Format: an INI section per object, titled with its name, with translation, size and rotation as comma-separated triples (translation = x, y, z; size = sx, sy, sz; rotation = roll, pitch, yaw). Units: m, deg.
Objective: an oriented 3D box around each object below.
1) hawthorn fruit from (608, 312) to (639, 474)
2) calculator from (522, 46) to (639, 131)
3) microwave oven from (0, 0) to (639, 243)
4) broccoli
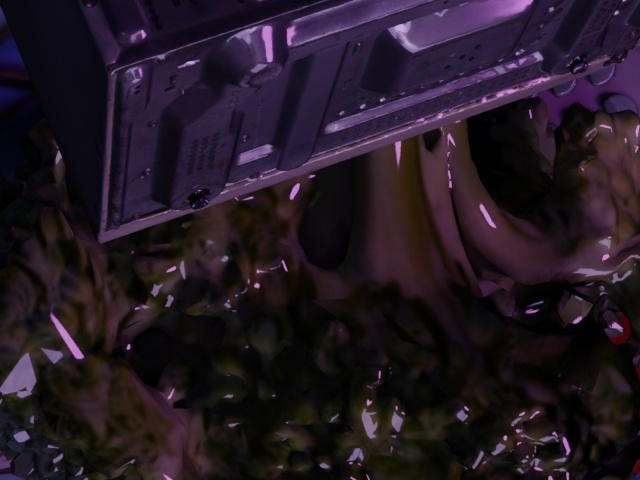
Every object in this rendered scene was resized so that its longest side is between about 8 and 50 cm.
[hawthorn fruit]
translation = 0.096, 0.048, 1.154
size = 0.265, 0.265, 0.307
rotation = -32, 140, 25
[calculator]
translation = 0.073, -0.012, 1.020
size = 0.299, 0.185, 0.041
rotation = -26, 179, 3
[microwave oven]
translation = 0.010, -0.119, 0.664
size = 0.240, 0.145, 0.194
rotation = -19, 166, -15
[broccoli]
translation = 0.009, 0.021, 0.870
size = 0.317, 0.338, 0.277
rotation = -50, -175, 10
